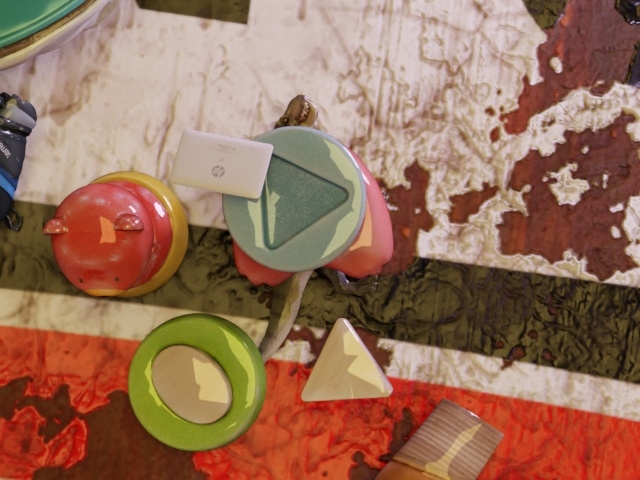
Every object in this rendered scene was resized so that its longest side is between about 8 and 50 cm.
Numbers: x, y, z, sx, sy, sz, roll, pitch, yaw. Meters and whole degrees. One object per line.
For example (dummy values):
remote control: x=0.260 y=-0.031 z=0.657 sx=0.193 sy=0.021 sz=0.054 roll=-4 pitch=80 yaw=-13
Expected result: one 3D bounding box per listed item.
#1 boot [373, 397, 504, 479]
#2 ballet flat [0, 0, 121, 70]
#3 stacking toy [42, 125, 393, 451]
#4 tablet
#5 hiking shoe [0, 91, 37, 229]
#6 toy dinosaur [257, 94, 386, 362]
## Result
boot: x=0.164 y=0.308 z=1.571 sx=0.283 sy=0.109 sz=0.220 roll=33 pitch=81 yaw=1
ballet flat: x=-0.204 y=-0.280 z=1.586 sx=0.139 sy=0.139 sz=0.400 roll=45 pitch=86 yaw=0
stacking toy: x=-0.084 y=0.045 z=1.532 sx=0.309 sy=0.130 sz=0.279 roll=-15 pitch=86 yaw=8
tablet: x=-0.088 y=-0.068 z=1.491 sx=0.083 sy=0.006 sz=0.054 roll=11 pitch=69 yaw=10
hiking shoe: x=-0.406 y=-0.087 z=1.525 sx=0.304 sy=0.113 sz=0.132 roll=7 pitch=91 yaw=-25
toy dinosaur: x=0.000 y=0.000 z=1.615 sx=0.118 sy=0.064 sz=0.268 roll=7 pitch=86 yaw=1
